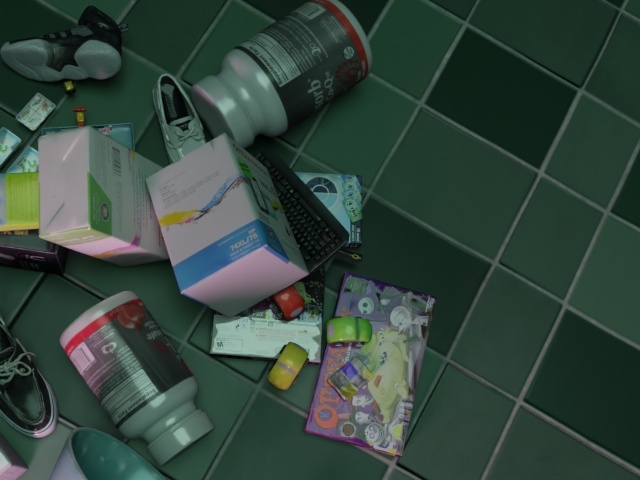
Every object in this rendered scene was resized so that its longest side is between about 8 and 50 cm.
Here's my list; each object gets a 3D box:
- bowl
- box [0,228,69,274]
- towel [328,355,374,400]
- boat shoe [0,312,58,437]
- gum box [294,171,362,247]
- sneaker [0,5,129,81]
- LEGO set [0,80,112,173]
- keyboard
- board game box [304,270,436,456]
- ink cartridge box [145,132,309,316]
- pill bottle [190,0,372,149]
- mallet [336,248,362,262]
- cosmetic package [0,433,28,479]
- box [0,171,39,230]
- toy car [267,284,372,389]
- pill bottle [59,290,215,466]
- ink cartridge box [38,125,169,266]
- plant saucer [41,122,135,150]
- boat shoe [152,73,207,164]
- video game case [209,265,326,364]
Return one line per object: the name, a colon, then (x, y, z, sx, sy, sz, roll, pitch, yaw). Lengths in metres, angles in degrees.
bowl: (-0.387, 0.507, 1.730, 0.311, 0.311, 0.163, 42, 91, 4)
box: (-0.638, -0.036, 1.888, 0.270, 0.165, 0.143, 9, 72, -7)
towel: (0.063, 0.282, 1.948, 0.083, 0.009, 0.060, -37, 82, -16)
boat shoe: (-0.609, 0.242, 1.845, 0.113, 0.105, 0.306, -25, 79, -15)
gum box: (-0.003, -0.067, 2.067, 0.184, 0.041, 0.157, 2, 75, -8)
sneaker: (-0.545, -0.427, 2.058, 0.269, 0.101, 0.153, 3, 52, 9)
LEGO set: (-0.563, -0.222, 1.996, 0.182, 0.060, 0.244, 36, 71, -1)
keyboard: (-0.098, -0.042, 1.981, 0.201, 0.033, 0.317, -44, 58, 3)
board game box: (0.107, 0.256, 1.991, 0.208, 0.056, 0.347, 14, 73, -1)
ink cartridge box: (-0.186, -0.028, 1.882, 0.197, 0.198, 0.270, -29, 63, 13)
pill bottle: (-0.084, -0.353, 2.048, 0.363, 0.210, 0.210, -36, 83, -16)
mallet: (0.000, 0.000, 2.012, 0.190, 0.039, 0.062, 12, 80, -10)
cosmetic package: (-0.672, 0.431, 1.718, 0.225, 0.224, 0.138, -38, 83, -17)
box: (-0.596, -0.073, 1.795, 0.178, 0.042, 0.109, -4, 74, -11)
toy car: (-0.001, 0.181, 1.943, 0.225, 0.053, 0.239, 0, 75, -9)
pill bottle: (-0.347, 0.270, 1.843, 0.176, 0.176, 0.318, -34, 82, -16)
ink cartridge box: (-0.405, -0.069, 1.891, 0.119, 0.353, 0.207, -11, 73, 20)
plant saucer: (-0.497, -0.214, 2.041, 0.192, 0.018, 0.067, -5, 75, -10)
boat shoe: (-0.300, -0.236, 2.044, 0.095, 0.084, 0.258, -25, 79, -15)
video game case: (-0.109, 0.146, 1.987, 0.232, 0.042, 0.210, 5, 73, -8)
